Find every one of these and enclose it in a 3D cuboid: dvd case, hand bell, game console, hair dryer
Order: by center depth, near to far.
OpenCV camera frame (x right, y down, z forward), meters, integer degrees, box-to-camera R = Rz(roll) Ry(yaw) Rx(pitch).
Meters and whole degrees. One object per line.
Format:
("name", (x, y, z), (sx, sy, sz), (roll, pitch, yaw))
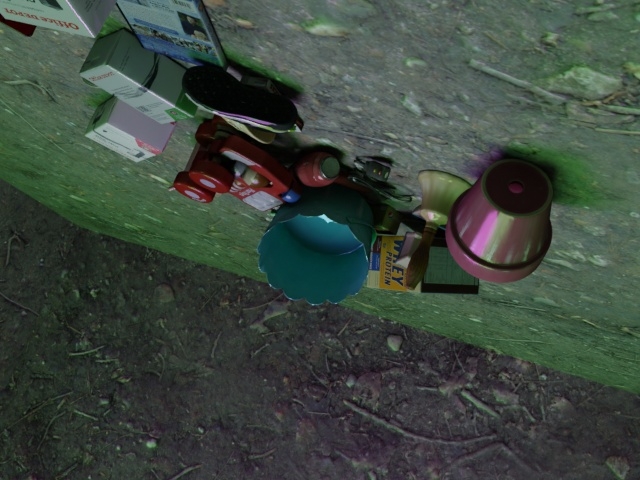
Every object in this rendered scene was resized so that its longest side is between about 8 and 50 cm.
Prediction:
("dvd case", (-0.271, -0.386, 1.404), (0.180, 0.022, 0.253), (19, 167, 11))
("game console", (-0.625, -0.450, 1.551), (0.144, 0.085, 0.124), (28, 165, -25))
("hand bell", (0.224, -0.012, 1.658), (0.126, 0.242, 0.126), (20, 167, 5))
("hair dryer", (0.046, -0.131, 1.807), (0.293, 0.080, 0.223), (17, 168, 24))

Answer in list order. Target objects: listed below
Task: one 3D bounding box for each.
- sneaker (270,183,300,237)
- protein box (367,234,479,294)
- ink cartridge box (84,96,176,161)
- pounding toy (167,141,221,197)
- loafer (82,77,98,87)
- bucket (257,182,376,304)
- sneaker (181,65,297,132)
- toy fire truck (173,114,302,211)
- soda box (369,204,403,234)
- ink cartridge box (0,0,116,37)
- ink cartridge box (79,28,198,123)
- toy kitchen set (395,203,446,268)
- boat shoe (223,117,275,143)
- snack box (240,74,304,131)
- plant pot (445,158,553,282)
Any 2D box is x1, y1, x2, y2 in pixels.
("sneaker", (-0.059, -0.034, 2.092), (0.158, 0.182, 0.410), (4, 151, 45))
("protein box", (0.258, 0.061, 1.994), (0.201, 0.136, 0.199), (5, 178, -36))
("ink cartridge box", (-0.481, -0.279, 1.998), (0.158, 0.092, 0.218), (28, 167, -26))
("pounding toy", (-0.299, -0.174, 2.027), (0.130, 0.141, 0.100), (24, 167, -11))
("loafer", (-0.479, -0.358, 1.792), (0.125, 0.045, 0.039), (11, 170, 28))
("bucket", (0.000, 0.000, 1.919), (0.281, 0.183, 0.281), (8, 129, 10))
("sneaker", (-0.156, -0.253, 1.521), (0.234, 0.084, 0.097), (22, 166, -9))
("toy fire truck", (-0.174, -0.156, 1.823), (0.254, 0.169, 0.302), (27, 163, -21))
("soda box", (0.121, -0.054, 2.044), (0.061, 0.058, 0.181), (30, 164, -38))
("ink cartridge box", (-0.452, -0.446, 1.201), (0.197, 0.114, 0.273), (16, 162, 20))
("ink cartridge box", (-0.362, -0.329, 1.623), (0.208, 0.087, 0.153), (29, 165, -35))
("toy kitchen set", (0.288, 0.018, 1.842), (0.207, 0.166, 0.122), (24, 166, -13))
("boat shoe", (-0.165, -0.263, 1.660), (0.170, 0.063, 0.059), (40, 161, -30))
("snack box", (-0.095, -0.271, 1.590), (0.064, 0.022, 0.178), (12, 164, 26))
("plant pot", (0.344, -0.049, 1.481), (0.201, 0.201, 0.180), (19, 151, 9))
